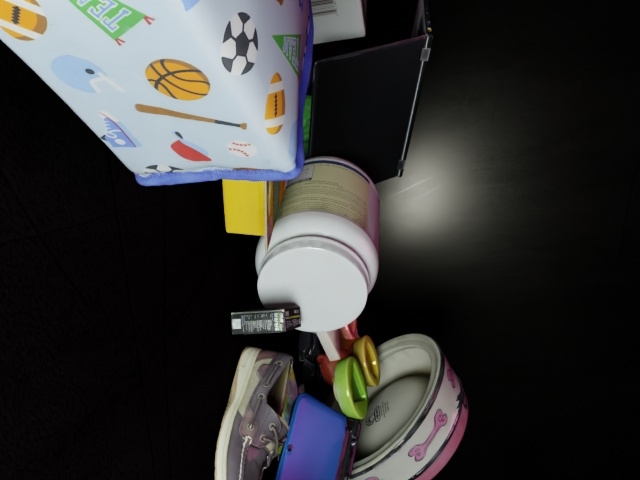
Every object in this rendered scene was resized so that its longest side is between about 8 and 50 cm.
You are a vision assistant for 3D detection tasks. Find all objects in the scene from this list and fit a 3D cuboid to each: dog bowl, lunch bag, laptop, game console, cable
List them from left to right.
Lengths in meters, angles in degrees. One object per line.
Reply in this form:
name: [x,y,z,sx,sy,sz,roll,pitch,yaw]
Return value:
lunch bag: [-0.141,-0.294,0.564,0.328,0.239,0.385,60,34,-63]
game console: [-0.040,0.478,1.148,0.250,0.173,0.293,130,-21,-58]
cable: [-0.018,0.265,1.481,0.184,0.047,0.150,-86,166,-45]
laptop: [0.106,-0.337,1.366,0.382,0.236,0.407,97,0,-47]
dog bowl: [0.170,0.421,1.395,0.150,0.408,0.408,45,24,-15]

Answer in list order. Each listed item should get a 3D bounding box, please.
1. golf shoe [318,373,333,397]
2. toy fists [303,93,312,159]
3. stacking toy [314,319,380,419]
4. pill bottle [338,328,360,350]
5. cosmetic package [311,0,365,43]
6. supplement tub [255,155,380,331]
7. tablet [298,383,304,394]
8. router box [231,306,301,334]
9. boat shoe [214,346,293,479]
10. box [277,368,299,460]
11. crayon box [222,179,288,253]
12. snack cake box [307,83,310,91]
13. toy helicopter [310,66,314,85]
golf shoe: [0.030,0.417,1.634,0.094,0.077,0.198,-61,139,-53]
toy fists: [-0.037,-0.253,1.388,0.279,0.142,0.096,58,14,-69]
stacking toy: [0.016,0.243,1.309,0.279,0.130,0.308,-60,132,-65]
pill bottle: [0.070,0.332,1.776,0.184,0.103,0.103,-79,161,-57]
cosmetic package: [0.019,-0.606,1.332,0.365,0.155,0.197,-82,163,-49]
supplement tub: [0.000,0.000,1.178,0.324,0.236,0.235,-80,162,-55]
tablet: [-0.043,0.385,1.396,0.054,0.006,0.083,20,65,-79]
router box: [-0.090,0.137,1.013,0.122,0.092,0.038,20,65,-78]
boat shoe: [-0.095,0.287,0.909,0.285,0.092,0.102,-84,165,-47]
box: [-0.073,0.330,1.153,0.109,0.042,0.178,-73,155,-59]
crayon box: [-0.104,-0.152,1.008,0.323,0.083,0.203,-81,175,-56]
snack cake box: [-0.088,-0.487,1.357,0.152,0.089,0.264,26,59,-77]
toy helicopter: [0.027,-0.479,1.874,0.355,0.140,0.234,21,63,-76]
